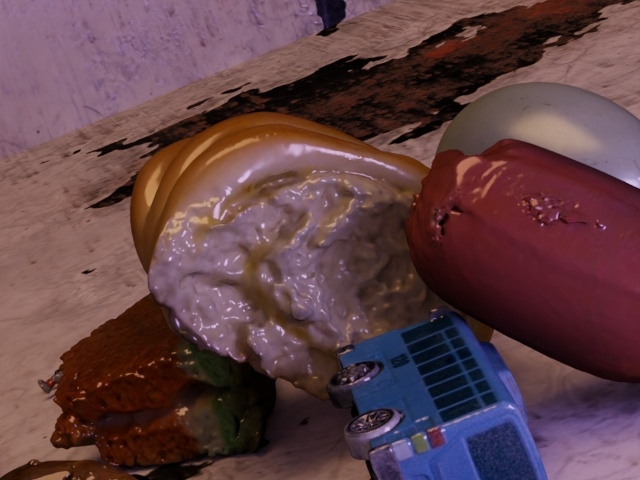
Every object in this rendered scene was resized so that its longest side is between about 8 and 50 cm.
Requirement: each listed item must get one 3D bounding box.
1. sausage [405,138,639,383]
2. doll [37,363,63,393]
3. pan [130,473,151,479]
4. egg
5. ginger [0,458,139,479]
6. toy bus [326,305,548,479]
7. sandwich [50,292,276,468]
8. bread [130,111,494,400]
[{"bbox_3d":[0.198,0.019,1.420,0.280,0.152,0.152,25,27,8],"label":"sausage"},{"bbox_3d":[-0.250,0.127,1.985,0.114,0.039,0.057,-31,-26,-7],"label":"doll"},{"bbox_3d":[-0.169,0.257,1.429,0.115,0.040,0.212,-23,28,11],"label":"pan"},{"bbox_3d":[0.220,-0.056,1.748,0.183,0.183,0.264,-30,26,-33],"label":"egg"},{"bbox_3d":[-0.260,0.257,1.368,0.309,0.107,0.133,-34,17,-3],"label":"ginger"},{"bbox_3d":[0.087,0.142,1.363,0.133,0.116,0.234,-22,16,1],"label":"toy bus"},{"bbox_3d":[-0.144,0.120,1.736,0.212,0.109,0.292,-17,16,11],"label":"sandwich"},{"bbox_3d":[0.000,0.000,1.594,0.211,0.316,0.270,-61,14,10],"label":"bread"}]
